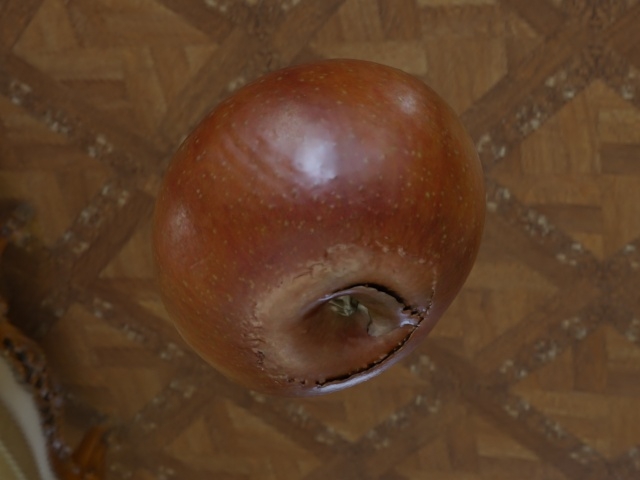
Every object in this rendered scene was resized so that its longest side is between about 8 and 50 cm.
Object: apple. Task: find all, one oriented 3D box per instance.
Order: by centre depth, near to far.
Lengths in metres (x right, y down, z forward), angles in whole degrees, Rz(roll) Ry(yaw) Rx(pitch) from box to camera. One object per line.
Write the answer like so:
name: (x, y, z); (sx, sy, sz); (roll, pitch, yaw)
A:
apple: (0.000, 0.000, 0.844); (0.210, 0.173, 0.235); (3, 125, -24)
